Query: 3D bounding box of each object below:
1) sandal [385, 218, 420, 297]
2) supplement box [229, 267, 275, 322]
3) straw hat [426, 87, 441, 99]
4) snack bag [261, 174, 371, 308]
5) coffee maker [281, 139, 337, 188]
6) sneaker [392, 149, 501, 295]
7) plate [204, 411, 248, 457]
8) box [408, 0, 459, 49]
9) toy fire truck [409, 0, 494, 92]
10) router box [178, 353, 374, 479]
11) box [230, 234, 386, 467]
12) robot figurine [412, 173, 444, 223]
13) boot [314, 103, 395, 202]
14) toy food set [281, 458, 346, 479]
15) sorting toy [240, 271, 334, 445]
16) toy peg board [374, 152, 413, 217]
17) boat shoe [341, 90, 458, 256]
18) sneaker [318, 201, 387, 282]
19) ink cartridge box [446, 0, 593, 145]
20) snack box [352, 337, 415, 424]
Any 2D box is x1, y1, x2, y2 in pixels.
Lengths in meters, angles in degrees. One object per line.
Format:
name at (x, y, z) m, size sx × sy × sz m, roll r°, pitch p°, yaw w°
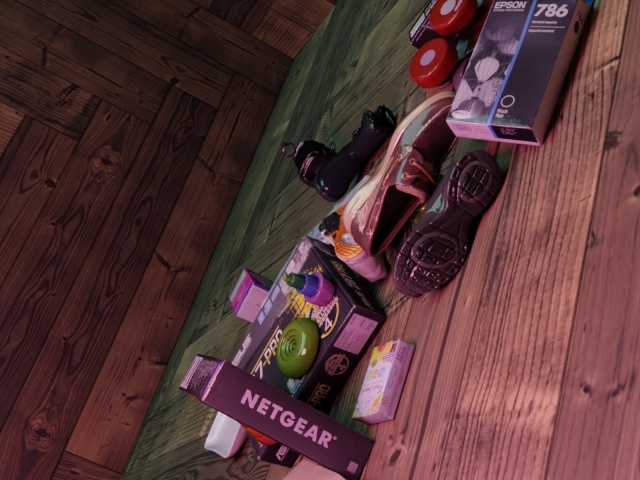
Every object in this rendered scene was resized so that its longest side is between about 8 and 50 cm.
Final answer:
sandal at (0.177, 0.025, 1.699) m, size 0.090 × 0.060 × 0.219 m, roll -61°, pitch 28°, yaw 32°
supplement box at (-0.186, 0.169, 2.564) m, size 0.114 × 0.111 × 0.220 m, roll -62°, pitch 14°, yaw 4°
straw hat at (0.288, -0.321, 1.894) m, size 0.061 × 0.144 × 0.145 m, roll 13°, pitch 72°, yaw 31°
snack bag at (0.000, 0.000, 2.232) m, size 0.342 × 0.037 × 0.323 m, roll -45°, pitch 8°, yaw 31°
coffee maker at (-0.027, -0.224, 2.595) m, size 0.178 × 0.171 × 0.120 m, roll -104°, pitch 17°, yaw -72°
sneaker at (0.222, -0.026, 1.577) m, size 0.286 × 0.109 × 0.130 m, roll -56°, pitch 5°, yaw -1°
plate at (-0.206, 0.432, 2.305) m, size 0.277 × 0.045 × 0.278 m, roll -68°, pitch 15°, yaw -15°
box at (0.306, -0.488, 1.965) m, size 0.180 × 0.147 × 0.078 m, roll -54°, pitch 17°, yaw 27°
toy fire truck at (0.331, -0.365, 1.684) m, size 0.253 × 0.169 × 0.302 m, roll -4°, pitch 59°, yaw 52°
router box at (-0.086, 0.312, 1.581) m, size 0.081 × 0.308 × 0.243 m, roll -62°, pitch 14°, yaw -13°
box at (-0.046, 0.231, 1.885) m, size 0.395 × 0.097 × 0.318 m, roll -59°, pitch 28°, yaw 15°
robot figurine at (0.218, -0.079, 1.706) m, size 0.101 × 0.067 × 0.115 m, roll 4°, pitch 67°, yaw 49°
boot at (0.092, -0.234, 2.305) m, size 0.207 × 0.094 × 0.246 m, roll -51°, pitch 2°, yaw 45°
toy food set at (-0.051, 0.496, 1.508) m, size 0.219 × 0.092 × 0.306 m, roll -41°, pitch 5°, yaw -17°
sorting toy at (-0.096, 0.223, 1.751) m, size 0.127 × 0.126 × 0.366 m, roll 25°, pitch 93°, yaw 60°
toy peg board at (0.177, -0.100, 1.906) m, size 0.161 × 0.079 × 0.160 m, roll -61°, pitch 30°, yaw 10°
boat shoe at (0.172, -0.115, 1.631) m, size 0.342 × 0.123 × 0.123 m, roll -51°, pitch 39°, yaw 19°
sneaker at (0.075, 0.012, 1.914) m, size 0.099 × 0.121 × 0.262 m, roll -34°, pitch 26°, yaw 8°
ink cartridge box at (0.353, -0.327, 1.532) m, size 0.165 × 0.065 × 0.333 m, roll 10°, pitch 69°, yaw 36°
snack box at (0.111, 0.250, 1.552) m, size 0.100 × 0.037 × 0.141 m, roll -37°, pitch 30°, yaw 62°
